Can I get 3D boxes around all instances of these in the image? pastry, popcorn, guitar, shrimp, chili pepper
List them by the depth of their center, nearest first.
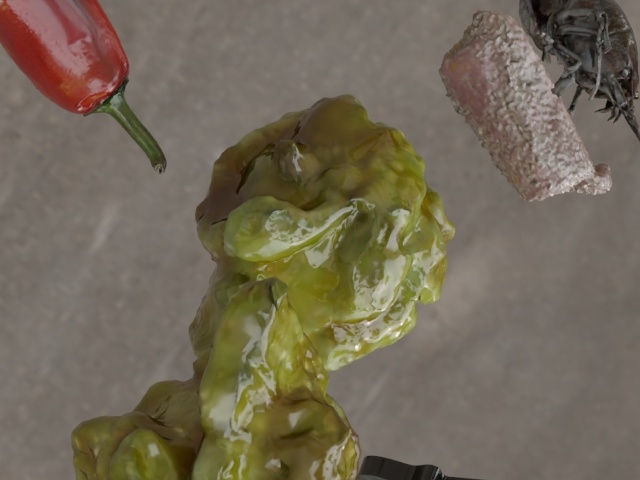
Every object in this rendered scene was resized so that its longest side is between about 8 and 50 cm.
[{"bbox_3d":[0.172,-0.116,1.244,0.065,0.165,0.056,-27,132,14],"label":"shrimp"},{"bbox_3d":[-0.250,-0.203,1.602,0.092,0.137,0.368,-33,128,9],"label":"chili pepper"},{"bbox_3d":[-0.082,0.226,1.633,0.290,0.321,0.326,-27,-167,14],"label":"popcorn"},{"bbox_3d":[0.135,0.235,1.818,0.088,0.233,0.025,42,61,-36],"label":"guitar"},{"bbox_3d":[0.001,0.006,2.093,0.279,0.335,0.274,7,136,-10],"label":"popcorn"},{"bbox_3d":[0.226,-0.129,2.155,0.265,0.103,0.112,49,62,-21],"label":"pastry"}]
